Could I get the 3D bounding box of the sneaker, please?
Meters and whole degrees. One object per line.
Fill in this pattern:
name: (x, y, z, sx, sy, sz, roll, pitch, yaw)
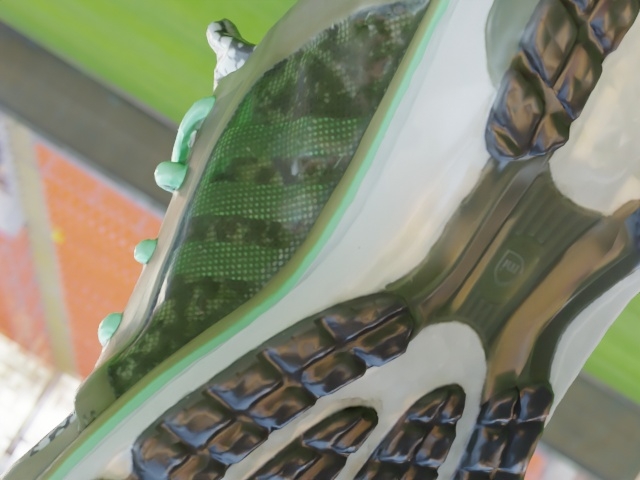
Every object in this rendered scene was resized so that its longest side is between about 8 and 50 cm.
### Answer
sneaker: (0.000, 0.000, 0.670, 0.158, 0.410, 0.182, 41, -178, -39)
